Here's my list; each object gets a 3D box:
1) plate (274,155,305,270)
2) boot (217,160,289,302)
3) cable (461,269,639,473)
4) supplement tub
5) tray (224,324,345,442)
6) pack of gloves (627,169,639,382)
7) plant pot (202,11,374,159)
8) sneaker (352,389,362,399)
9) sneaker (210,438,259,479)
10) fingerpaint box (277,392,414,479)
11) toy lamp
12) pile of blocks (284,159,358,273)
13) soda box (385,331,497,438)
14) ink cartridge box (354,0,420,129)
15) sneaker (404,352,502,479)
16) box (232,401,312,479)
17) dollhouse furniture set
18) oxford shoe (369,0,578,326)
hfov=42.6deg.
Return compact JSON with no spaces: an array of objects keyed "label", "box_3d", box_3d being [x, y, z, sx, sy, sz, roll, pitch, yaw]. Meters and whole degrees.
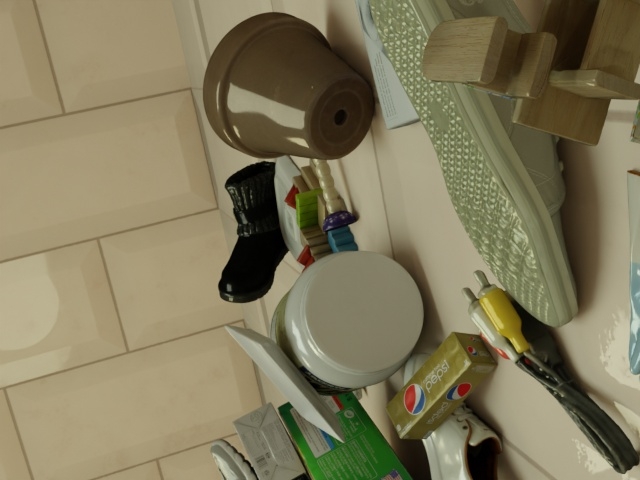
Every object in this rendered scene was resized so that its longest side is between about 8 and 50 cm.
[{"label":"plate","box_3d":[-0.057,-0.048,2.023,0.277,0.045,0.278,-125,24,-54]},{"label":"boot","box_3d":[-0.184,-0.028,2.097,0.348,0.131,0.260,-66,-26,-55]},{"label":"cable","box_3d":[0.262,0.168,0.979,0.139,0.072,0.287,74,171,-54]},{"label":"supplement tub","box_3d":[0.041,0.151,1.467,0.325,0.235,0.235,126,127,-72]},{"label":"tray","box_3d":[-0.055,0.247,1.454,0.145,0.030,0.270,14,145,56]},{"label":"pack of gloves","box_3d":[0.321,0.073,0.719,0.195,0.046,0.232,-135,33,-65]},{"label":"plant pot","box_3d":[-0.033,-0.242,1.415,0.229,0.263,0.263,31,138,42]},{"label":"sneaker","box_3d":[0.051,0.344,1.967,0.191,0.071,0.083,-173,63,-75]},{"label":"sneaker","box_3d":[-0.153,0.522,1.589,0.281,0.115,0.105,61,172,12]},{"label":"fingerpaint box","box_3d":[0.114,0.535,1.594,0.371,0.163,0.445,66,171,-27]},{"label":"toy lamp","box_3d":[0.002,-0.158,1.633,0.080,0.080,0.274,151,101,-75]},{"label":"pile of blocks","box_3d":[0.000,0.000,1.720,0.149,0.113,0.362,108,144,-65]},{"label":"soda box","box_3d":[0.176,0.216,1.214,0.181,0.058,0.061,-54,43,28]},{"label":"ink cartridge box","box_3d":[0.103,-0.277,1.186,0.224,0.045,0.223,179,77,-76]},{"label":"sneaker","box_3d":[0.221,0.289,1.276,0.123,0.106,0.290,-43,46,34]},{"label":"box","box_3d":[-0.081,0.467,1.699,0.169,0.087,0.290,58,171,31]},{"label":"dollhouse furniture set","box_3d":[0.195,-0.199,0.613,0.161,0.212,0.242,-150,73,-68]},{"label":"oxford shoe","box_3d":[0.198,-0.105,0.874,0.449,0.130,0.169,64,165,-18]}]
